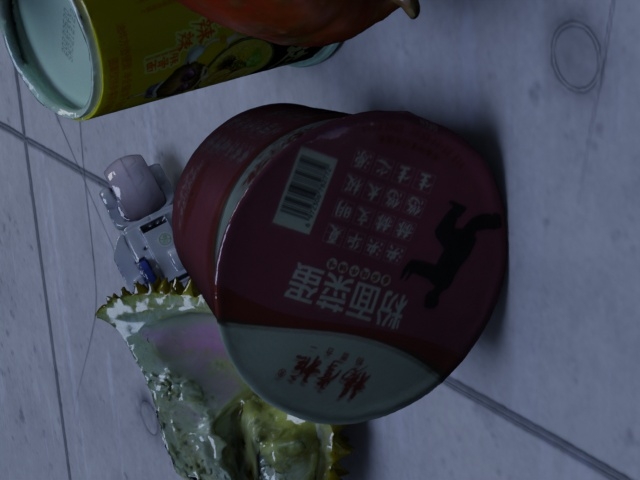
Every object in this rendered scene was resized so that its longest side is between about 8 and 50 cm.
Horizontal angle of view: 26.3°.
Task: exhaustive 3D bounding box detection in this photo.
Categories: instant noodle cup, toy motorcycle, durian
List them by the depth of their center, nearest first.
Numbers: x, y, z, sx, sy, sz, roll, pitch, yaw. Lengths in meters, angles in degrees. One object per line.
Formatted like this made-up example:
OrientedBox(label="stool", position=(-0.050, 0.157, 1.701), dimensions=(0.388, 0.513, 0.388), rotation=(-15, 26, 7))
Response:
OrientedBox(label="instant noodle cup", position=(0.000, 0.000, 1.042), dimensions=(0.178, 0.234, 0.235), rotation=(-146, 47, -60))
OrientedBox(label="instant noodle cup", position=(-0.124, -0.205, 1.093), dimensions=(0.215, 0.236, 0.216), rotation=(33, 137, 38))
OrientedBox(label="durian", position=(-0.067, 0.159, 1.266), dimensions=(0.172, 0.166, 0.306), rotation=(2, 116, 61))
OrientedBox(label="toy motorcycle", position=(-0.153, 0.025, 1.426), dimensions=(0.254, 0.112, 0.112), rotation=(60, 147, 20))

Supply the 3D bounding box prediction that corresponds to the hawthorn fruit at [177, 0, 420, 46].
OrientedBox(label="hawthorn fruit", position=(-0.023, -0.257, 0.894), dimensions=(0.300, 0.275, 0.275), rotation=(53, 145, 18))
